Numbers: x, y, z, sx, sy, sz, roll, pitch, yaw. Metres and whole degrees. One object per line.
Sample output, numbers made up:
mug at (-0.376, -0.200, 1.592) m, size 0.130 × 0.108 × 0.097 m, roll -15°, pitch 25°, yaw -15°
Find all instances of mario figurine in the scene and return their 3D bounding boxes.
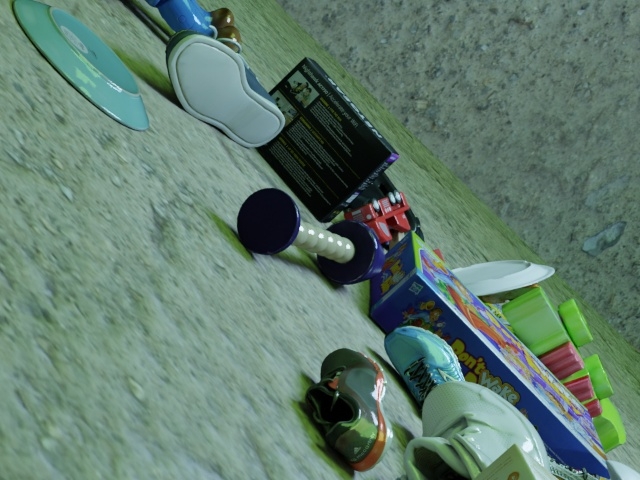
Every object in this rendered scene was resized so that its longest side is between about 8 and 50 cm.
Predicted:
mario figurine at (-0.208, -0.388, 1.915) m, size 0.198 × 0.170 × 0.320 m, roll 4°, pitch -38°, yaw 51°

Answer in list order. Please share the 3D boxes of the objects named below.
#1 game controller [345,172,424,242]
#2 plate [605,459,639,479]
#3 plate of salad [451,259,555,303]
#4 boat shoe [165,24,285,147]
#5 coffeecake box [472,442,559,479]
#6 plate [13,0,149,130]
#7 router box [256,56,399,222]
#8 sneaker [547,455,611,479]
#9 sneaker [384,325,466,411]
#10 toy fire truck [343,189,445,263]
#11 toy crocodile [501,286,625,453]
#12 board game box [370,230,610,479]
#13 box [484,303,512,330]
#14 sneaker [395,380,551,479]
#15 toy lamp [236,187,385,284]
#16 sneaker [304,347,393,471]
game controller at (0.047, -0.097, 2.206) m, size 0.166 × 0.067 × 0.319 m, roll 19°, pitch 26°, yaw -38°
plate at (0.432, 0.409, 1.641) m, size 0.278 × 0.045 × 0.277 m, roll 63°, pitch -2°, yaw -42°
plate of salad at (0.229, 0.066, 2.012) m, size 0.200 × 0.200 × 0.048 m, roll -56°, pitch 135°, yaw -79°
boat shoe at (-0.125, -0.198, 1.775) m, size 0.079 × 0.095 × 0.254 m, roll 55°, pitch 12°, yaw 29°
coffeecake box at (0.131, 0.255, 1.002) m, size 0.068 × 0.142 × 0.185 m, roll 41°, pitch 13°, yaw -27°
plate at (-0.240, -0.189, 1.491) m, size 0.188 × 0.024 × 0.188 m, roll 46°, pitch 11°, yaw -12°
router box at (-0.004, -0.132, 1.896) m, size 0.179 × 0.133 × 0.046 m, roll 50°, pitch 12°, yaw 11°
sneaker at (0.282, 0.283, 1.609) m, size 0.225 × 0.093 × 0.088 m, roll 50°, pitch 11°, yaw 21°
sneaker at (0.127, 0.157, 1.553) m, size 0.162 × 0.063 × 0.073 m, roll 49°, pitch 14°, yaw 12°
toy fire truck at (0.105, 0.001, 2.015) m, size 0.192 × 0.047 × 0.135 m, roll -23°, pitch 91°, yaw -65°
toy crocodile at (0.341, 0.184, 2.019) m, size 0.105 × 0.115 × 0.340 m, roll -106°, pitch 168°, yaw -46°
board game box at (0.208, 0.158, 1.813) m, size 0.347 × 0.078 × 0.233 m, roll 45°, pitch 11°, yaw -8°
box at (0.251, 0.124, 2.148) m, size 0.169 × 0.059 × 0.054 m, roll 41°, pitch 13°, yaw -28°
sneaker at (0.132, 0.198, 1.306) m, size 0.169 × 0.108 × 0.292 m, roll 43°, pitch 12°, yaw -35°
toy lamp at (0.000, 0.000, 1.589) m, size 0.080 × 0.080 × 0.275 m, roll 52°, pitch 11°, yaw 24°
sneaker at (0.018, 0.132, 1.243) m, size 0.065 × 0.061 × 0.158 m, roll 35°, pitch 14°, yaw -24°
